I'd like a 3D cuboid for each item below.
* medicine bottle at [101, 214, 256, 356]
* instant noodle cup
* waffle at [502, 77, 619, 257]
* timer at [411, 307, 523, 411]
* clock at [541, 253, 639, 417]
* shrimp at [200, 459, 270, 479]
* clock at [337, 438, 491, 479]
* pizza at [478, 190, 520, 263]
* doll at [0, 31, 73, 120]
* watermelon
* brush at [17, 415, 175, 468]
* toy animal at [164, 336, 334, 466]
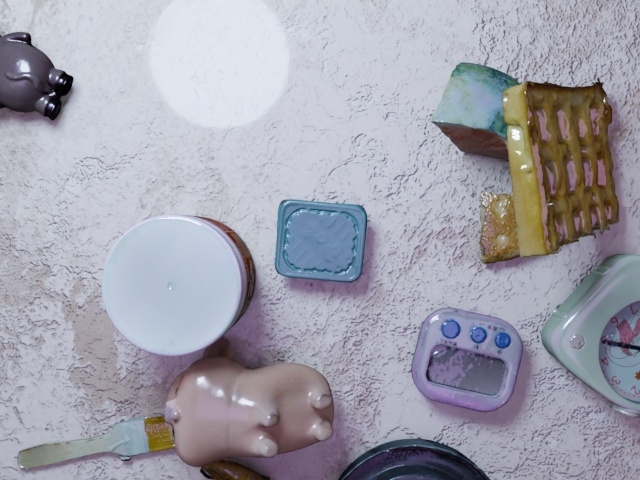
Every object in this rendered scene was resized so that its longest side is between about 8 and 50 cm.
[{"bbox_3d":[-0.258,0.078,1.330,0.252,0.241,0.253,0,91,2],"label":"medicine bottle"},{"bbox_3d":[0.000,0.000,1.410,0.179,0.070,0.157,5,92,0],"label":"instant noodle cup"},{"bbox_3d":[0.454,-0.145,1.293,0.077,0.348,0.305,-6,95,43],"label":"waffle"},{"bbox_3d":[0.293,0.238,1.409,0.208,0.069,0.191,13,91,0],"label":"timer"},{"bbox_3d":[0.629,0.211,1.384,0.324,0.108,0.265,44,90,-1],"label":"clock"},{"bbox_3d":[-0.129,0.509,1.433,0.262,0.117,0.066,43,62,-21],"label":"shrimp"},{"bbox_3d":[0.190,0.593,1.414,0.385,0.076,0.387,0,91,0],"label":"clock"},{"bbox_3d":[0.376,-0.038,1.412,0.182,0.062,0.161,-41,97,6],"label":"pizza"},{"bbox_3d":[-0.627,-0.345,1.391,0.257,0.117,0.182,26,90,0],"label":"doll"},{"bbox_3d":[0.329,-0.235,1.350,0.176,0.260,0.256,-41,73,14],"label":"watermelon"},{"bbox_3d":[-0.465,0.423,1.449,0.336,0.020,0.086,-10,91,2],"label":"brush"},{"bbox_3d":[-0.138,0.320,1.352,0.326,0.269,0.237,2,92,-31],"label":"toy animal"}]
